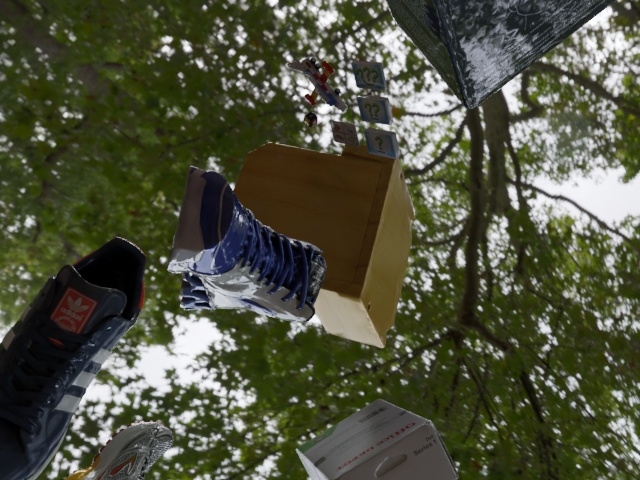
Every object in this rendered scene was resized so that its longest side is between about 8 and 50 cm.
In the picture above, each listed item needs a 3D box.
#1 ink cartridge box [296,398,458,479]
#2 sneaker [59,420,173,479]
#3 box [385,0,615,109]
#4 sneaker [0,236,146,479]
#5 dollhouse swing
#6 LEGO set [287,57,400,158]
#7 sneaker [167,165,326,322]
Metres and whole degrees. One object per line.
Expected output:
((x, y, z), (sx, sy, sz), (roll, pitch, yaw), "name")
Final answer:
((0.073, 0.316, 1.005), (0.160, 0.219, 0.092), (-28, -87, -14), "ink cartridge box")
((-0.265, 0.327, 0.935), (0.093, 0.225, 0.088), (20, -61, 18), "sneaker")
((0.229, -0.393, 0.905), (0.294, 0.395, 0.212), (-37, -108, 8), "box")
((-0.296, 0.118, 0.778), (0.148, 0.131, 0.350), (-52, -167, 35), "sneaker")
((0.000, 0.000, 1.484), (0.305, 0.315, 0.346), (3, -122, 21), "dollhouse swing")
((0.033, -0.249, 1.324), (0.060, 0.182, 0.244), (-33, -146, -29), "LEGO set")
((-0.079, 0.017, 0.862), (0.182, 0.315, 0.127), (8, -110, -3), "sneaker")
